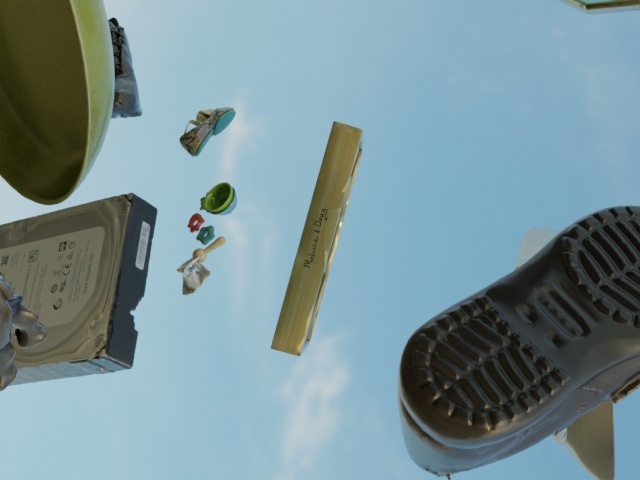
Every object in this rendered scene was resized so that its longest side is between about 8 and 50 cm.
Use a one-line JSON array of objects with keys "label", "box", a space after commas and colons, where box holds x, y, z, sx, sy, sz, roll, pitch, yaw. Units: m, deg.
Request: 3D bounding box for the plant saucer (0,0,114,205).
[{"label": "plant saucer", "box": [-0.196, -0.142, 0.639, 0.241, 0.037, 0.241, 30, -49, 41]}]

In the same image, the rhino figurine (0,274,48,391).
[{"label": "rhino figurine", "box": [-0.342, 0.079, 0.758, 0.106, 0.243, 0.073, 85, -10, -49]}]

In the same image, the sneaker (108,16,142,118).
[{"label": "sneaker", "box": [-0.342, -0.274, 1.563, 0.286, 0.109, 0.130, -124, -145, -58]}]

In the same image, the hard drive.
[{"label": "hard drive", "box": [-0.385, 0.076, 1.363, 0.339, 0.064, 0.237, -11, -119, 31]}]

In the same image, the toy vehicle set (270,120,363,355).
[{"label": "toy vehicle set", "box": [0.000, 0.000, 1.183, 0.166, 0.035, 0.267, 45, 61, -86]}]

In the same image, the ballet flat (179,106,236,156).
[{"label": "ballet flat", "box": [-0.148, -0.149, 1.281, 0.041, 0.041, 0.114, -47, -174, 40]}]

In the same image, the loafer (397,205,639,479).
[{"label": "loafer", "box": [0.194, 0.078, 0.804, 0.134, 0.366, 0.130, 55, -34, 27]}]

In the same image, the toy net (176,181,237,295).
[{"label": "toy net", "box": [-0.237, -0.005, 1.923, 0.122, 0.045, 0.232, 3, -118, 38]}]

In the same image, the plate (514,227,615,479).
[{"label": "plate", "box": [0.283, 0.127, 1.193, 0.278, 0.045, 0.277, -150, -122, -85]}]

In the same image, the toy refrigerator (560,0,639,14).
[{"label": "toy refrigerator", "box": [0.260, -0.235, 0.768, 0.094, 0.102, 0.269, -70, -158, 3]}]
